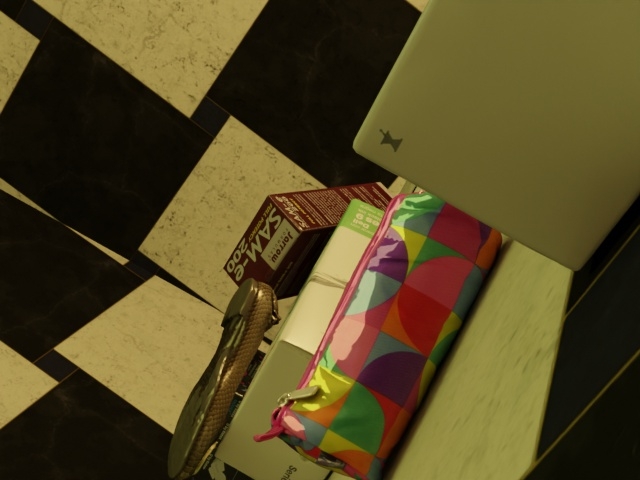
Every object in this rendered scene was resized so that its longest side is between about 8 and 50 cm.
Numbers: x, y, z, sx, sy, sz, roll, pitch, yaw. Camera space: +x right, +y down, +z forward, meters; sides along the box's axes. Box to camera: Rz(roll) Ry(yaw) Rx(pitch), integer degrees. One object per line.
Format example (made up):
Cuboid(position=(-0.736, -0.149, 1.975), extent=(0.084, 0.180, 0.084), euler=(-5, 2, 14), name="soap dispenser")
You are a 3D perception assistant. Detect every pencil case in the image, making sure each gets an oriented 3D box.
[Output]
Cuboid(position=(0.049, 0.073, 0.794), extent=(0.236, 0.104, 0.104), euler=(-60, -1, -15), name="pencil case")

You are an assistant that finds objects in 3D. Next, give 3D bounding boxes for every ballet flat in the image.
Cuboid(position=(-0.103, 0.157, 1.161), extent=(0.084, 0.058, 0.249), euler=(-28, 35, 52), name="ballet flat")

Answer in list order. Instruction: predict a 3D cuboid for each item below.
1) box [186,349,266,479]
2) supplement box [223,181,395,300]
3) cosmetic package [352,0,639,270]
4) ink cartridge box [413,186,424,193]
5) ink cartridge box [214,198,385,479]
Cuboid(position=(-0.077, 0.264, 1.355), extent=(0.163, 0.142, 0.247), euler=(-62, -2, 7), name="box")
Cuboid(position=(0.000, 0.000, 1.352), extent=(0.239, 0.073, 0.130), euler=(-10, -40, -52), name="supplement box")
Cuboid(position=(0.146, -0.148, 0.530), extent=(0.224, 0.138, 0.224), euler=(-62, -2, 39), name="cosmetic package")
Cuboid(position=(0.142, -0.004, 1.377), extent=(0.145, 0.045, 0.179), euler=(-60, 18, 17), name="ink cartridge box")
Cuboid(position=(0.012, 0.120, 1.181), extent=(0.211, 0.122, 0.289), euler=(-62, -1, 36), name="ink cartridge box")
